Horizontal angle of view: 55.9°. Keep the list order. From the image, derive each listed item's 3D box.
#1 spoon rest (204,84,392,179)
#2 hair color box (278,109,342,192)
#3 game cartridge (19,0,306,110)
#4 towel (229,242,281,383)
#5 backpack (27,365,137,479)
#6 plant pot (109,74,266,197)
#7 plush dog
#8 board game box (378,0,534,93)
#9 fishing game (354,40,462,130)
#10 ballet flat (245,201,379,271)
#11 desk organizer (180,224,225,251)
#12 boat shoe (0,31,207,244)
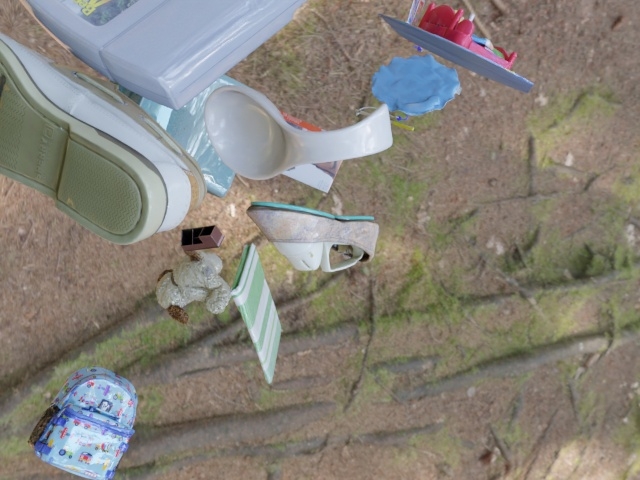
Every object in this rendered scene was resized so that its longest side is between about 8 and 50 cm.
[{"bbox_3d":[-0.048,-0.140,0.791,0.084,0.277,0.137,-46,132,-45],"label":"spoon rest"},{"bbox_3d":[-0.045,-0.161,1.048,0.167,0.053,0.093,22,112,-9],"label":"hair color box"},{"bbox_3d":[-0.177,-0.258,0.549,0.196,0.294,0.060,-45,165,-11],"label":"game cartridge"},{"bbox_3d":[-0.178,0.203,1.715,0.038,0.247,0.324,-9,121,9],"label":"towel"},{"bbox_3d":[-0.400,0.317,1.065,0.158,0.117,0.173,36,67,-22],"label":"backpack"},{"bbox_3d":[-0.319,-0.268,1.291,0.252,0.247,0.247,25,87,-52],"label":"plant pot"},{"bbox_3d":[-0.449,0.144,2.007,0.225,0.262,0.210,-37,136,8],"label":"plush dog"},{"bbox_3d":[0.125,-0.171,0.513,0.133,0.169,0.033,28,107,11],"label":"board game box"},{"bbox_3d":[0.204,-0.329,1.288,0.264,0.189,0.041,-59,156,-27],"label":"fishing game"},{"bbox_3d":[0.000,0.000,1.020,0.316,0.108,0.106,5,88,-48],"label":"ballet flat"},{"bbox_3d":[-0.348,-0.006,1.742,0.050,0.130,0.047,60,35,-37],"label":"desk organizer"},{"bbox_3d":[-0.241,-0.106,0.566,0.113,0.302,0.103,-57,167,26],"label":"boat shoe"}]
